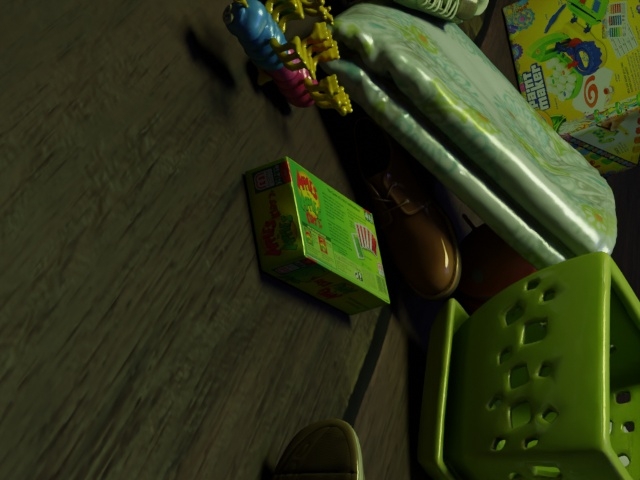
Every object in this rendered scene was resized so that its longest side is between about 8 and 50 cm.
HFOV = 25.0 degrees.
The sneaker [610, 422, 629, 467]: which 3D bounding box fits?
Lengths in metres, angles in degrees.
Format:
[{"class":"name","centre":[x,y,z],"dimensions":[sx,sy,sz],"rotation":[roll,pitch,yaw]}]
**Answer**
[{"class":"sneaker","centre":[0.451,0.334,1.821],"dimensions":[0.169,0.257,0.447],"rotation":[18,55,-65]}]

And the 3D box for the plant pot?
[{"class":"plant pot","centre":[0.223,0.174,1.431],"dimensions":[0.227,0.207,0.228],"rotation":[50,39,-42]}]

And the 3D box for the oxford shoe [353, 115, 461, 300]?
[{"class":"oxford shoe","centre":[0.079,-0.034,1.476],"dimensions":[0.076,0.076,0.212],"rotation":[21,42,-57]}]

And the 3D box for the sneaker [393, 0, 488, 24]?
[{"class":"sneaker","centre":[0.135,-0.276,1.585],"dimensions":[0.086,0.064,0.192],"rotation":[31,17,12]}]

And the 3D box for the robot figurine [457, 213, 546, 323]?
[{"class":"robot figurine","centre":[0.231,0.065,1.692],"dimensions":[0.219,0.128,0.158],"rotation":[62,25,-25]}]

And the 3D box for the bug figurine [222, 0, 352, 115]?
[{"class":"bug figurine","centre":[-0.048,-0.229,1.315],"dimensions":[0.216,0.072,0.279],"rotation":[53,22,-53]}]

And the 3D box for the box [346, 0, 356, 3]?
[{"class":"box","centre":[0.000,-0.375,1.553],"dimensions":[0.232,0.058,0.087],"rotation":[62,5,-26]}]

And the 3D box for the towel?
[{"class":"towel","centre":[0.172,-0.126,1.566],"dimensions":[0.374,0.090,0.320],"rotation":[42,17,-1]}]

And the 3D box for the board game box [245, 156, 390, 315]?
[{"class":"board game box","centre":[0.000,0.000,1.277],"dimensions":[0.181,0.043,0.092],"rotation":[31,44,-60]}]

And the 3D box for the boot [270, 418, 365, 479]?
[{"class":"boot","centre":[0.028,0.257,1.081],"dimensions":[0.165,0.077,0.213],"rotation":[45,38,-49]}]

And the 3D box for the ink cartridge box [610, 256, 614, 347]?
[{"class":"ink cartridge box","centre":[0.399,0.061,2.206],"dimensions":[0.303,0.072,0.307],"rotation":[13,58,-65]}]

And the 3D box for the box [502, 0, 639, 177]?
[{"class":"box","centre":[0.481,-0.283,2.402],"dimensions":[0.177,0.279,0.290],"rotation":[40,37,-54]}]
